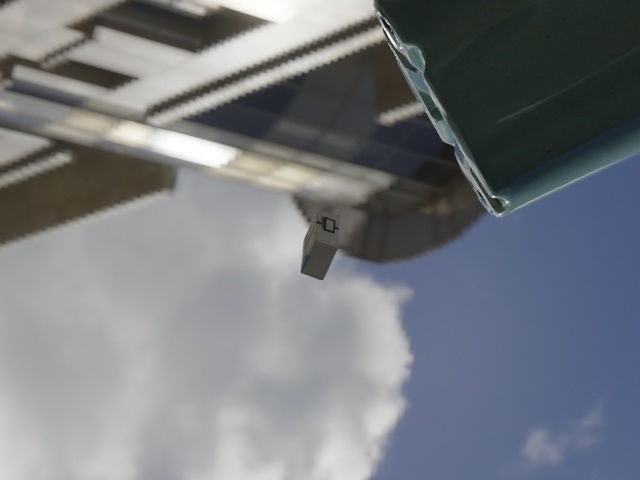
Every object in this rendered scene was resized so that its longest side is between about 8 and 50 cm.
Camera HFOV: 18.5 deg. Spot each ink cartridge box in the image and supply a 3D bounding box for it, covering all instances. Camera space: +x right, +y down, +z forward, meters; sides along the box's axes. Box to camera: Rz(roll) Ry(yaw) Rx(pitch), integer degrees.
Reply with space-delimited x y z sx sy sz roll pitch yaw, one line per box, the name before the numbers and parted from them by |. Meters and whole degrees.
ink cartridge box | 0.000 0.000 2.180 0.083 0.028 0.048 -86 -162 -58

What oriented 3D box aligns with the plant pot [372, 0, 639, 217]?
plant pot | 0.254 -0.209 1.933 0.334 0.341 0.341 -31 -132 1
